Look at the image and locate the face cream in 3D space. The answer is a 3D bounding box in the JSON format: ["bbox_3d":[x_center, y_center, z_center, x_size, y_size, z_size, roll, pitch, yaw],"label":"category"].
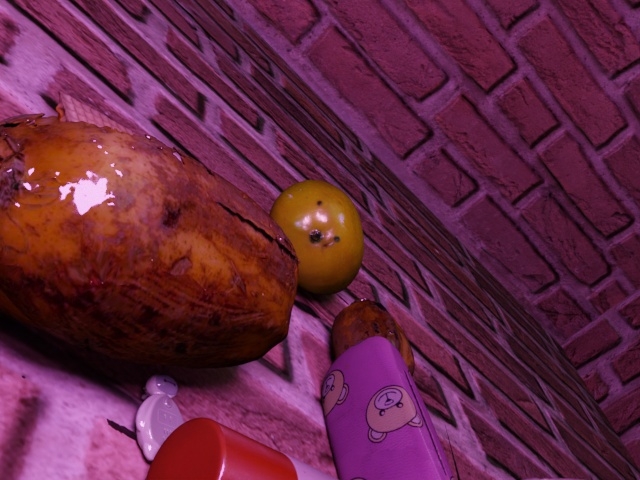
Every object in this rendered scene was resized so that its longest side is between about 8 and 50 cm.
[{"bbox_3d":[-0.039,0.232,0.628,0.214,0.096,0.096,38,19,-36],"label":"face cream"}]

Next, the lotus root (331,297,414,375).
[{"bbox_3d":[0.075,0.166,1.073,0.120,0.120,0.209,41,19,-29],"label":"lotus root"}]

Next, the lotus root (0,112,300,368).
[{"bbox_3d":[-0.158,0.015,0.630,0.397,0.195,0.179,36,55,-57],"label":"lotus root"}]

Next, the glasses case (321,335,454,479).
[{"bbox_3d":[0.076,0.242,0.871,0.076,0.123,0.316,39,18,-33],"label":"glasses case"}]

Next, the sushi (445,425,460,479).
[{"bbox_3d":[0.169,0.376,0.902,0.219,0.047,0.231,-68,142,-80],"label":"sushi"}]

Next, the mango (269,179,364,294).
[{"bbox_3d":[0.000,0.000,1.173,0.293,0.142,0.175,48,30,-79],"label":"mango"}]

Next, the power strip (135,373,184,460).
[{"bbox_3d":[-0.144,0.158,0.646,0.055,0.035,0.083,35,34,-42],"label":"power strip"}]

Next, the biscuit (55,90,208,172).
[{"bbox_3d":[-0.197,-0.069,0.964,0.378,0.054,0.094,28,28,-55],"label":"biscuit"}]

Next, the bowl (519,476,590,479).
[{"bbox_3d":[0.330,0.441,0.864,0.337,0.337,0.158,46,49,-16],"label":"bowl"}]
